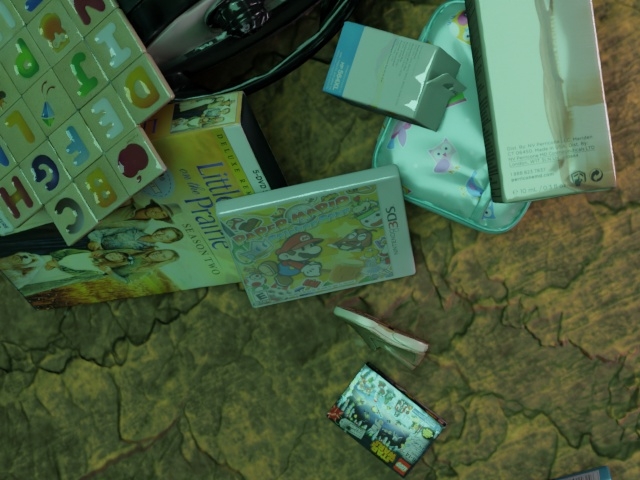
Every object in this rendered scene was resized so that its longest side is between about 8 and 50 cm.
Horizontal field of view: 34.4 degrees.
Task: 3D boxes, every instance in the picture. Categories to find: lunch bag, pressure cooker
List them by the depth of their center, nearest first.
[{"bbox_3d":[-0.158,-0.374,1.246,0.370,0.375,0.420,-33,87,47],"label":"pressure cooker"},{"bbox_3d":[0.208,-0.159,1.312,0.224,0.108,0.279,25,98,11],"label":"lunch bag"}]

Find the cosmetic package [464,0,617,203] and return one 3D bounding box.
[{"bbox_3d":[0.243,-0.195,1.176,0.129,0.153,0.296,-8,93,6],"label":"cosmetic package"}]

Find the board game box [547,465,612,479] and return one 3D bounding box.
[{"bbox_3d":[0.299,0.489,1.330,0.254,0.079,0.336,-18,88,13],"label":"board game box"}]

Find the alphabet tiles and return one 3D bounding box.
[{"bbox_3d":[-0.319,-0.179,1.169,0.285,0.011,0.342,-33,87,28],"label":"alphabet tiles"}]

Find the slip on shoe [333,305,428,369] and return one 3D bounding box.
[{"bbox_3d":[0.076,0.129,1.386,0.135,0.051,0.041,24,95,3],"label":"slip on shoe"}]

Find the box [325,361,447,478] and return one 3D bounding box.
[{"bbox_3d":[0.089,0.243,1.397,0.137,0.027,0.094,37,101,9],"label":"box"}]

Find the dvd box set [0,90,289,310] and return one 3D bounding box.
[{"bbox_3d":[-0.249,-0.035,1.343,0.421,0.307,0.062,-8,52,13],"label":"dvd box set"}]

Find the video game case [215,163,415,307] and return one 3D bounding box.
[{"bbox_3d":[0.000,0.000,1.314,0.227,0.206,0.026,-12,51,3],"label":"video game case"}]

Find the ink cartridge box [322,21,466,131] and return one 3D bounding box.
[{"bbox_3d":[0.094,-0.193,1.237,0.143,0.092,0.089,22,95,25],"label":"ink cartridge box"}]
